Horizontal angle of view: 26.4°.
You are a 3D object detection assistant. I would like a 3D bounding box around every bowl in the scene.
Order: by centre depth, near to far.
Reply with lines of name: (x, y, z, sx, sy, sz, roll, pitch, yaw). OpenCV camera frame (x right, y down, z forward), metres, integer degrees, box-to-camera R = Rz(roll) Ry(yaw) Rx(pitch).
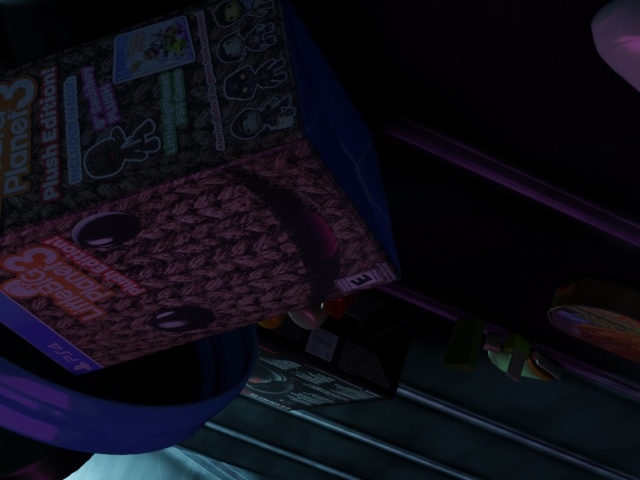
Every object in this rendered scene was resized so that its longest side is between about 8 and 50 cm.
bowl: (-0.247, 0.051, 1.291, 0.391, 0.077, 0.391, 26, -156, -12)

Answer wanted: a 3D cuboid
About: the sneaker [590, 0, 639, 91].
sneaker: (0.265, -0.074, 0.839, 0.235, 0.095, 0.090, 25, 162, -15)

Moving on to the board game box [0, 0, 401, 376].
board game box: (-0.117, -0.036, 1.037, 0.291, 0.141, 0.232, -17, 149, 13)

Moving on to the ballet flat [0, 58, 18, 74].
ballet flat: (-0.371, -0.145, 1.265, 0.250, 0.058, 0.084, 7, 159, 28)

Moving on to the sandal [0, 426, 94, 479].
sandal: (-0.295, 0.075, 1.432, 0.107, 0.167, 0.446, 55, -173, -32)

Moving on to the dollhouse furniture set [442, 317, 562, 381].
dollhouse furniture set: (0.206, 0.144, 1.552, 0.076, 0.058, 0.152, 0, 154, 44)

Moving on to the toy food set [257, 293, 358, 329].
toy food set: (0.000, 0.000, 1.332, 0.111, 0.104, 0.232, 27, 146, 15)

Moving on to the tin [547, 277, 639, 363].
tin: (0.313, 0.085, 1.330, 0.190, 0.040, 0.106, 22, 165, -14)

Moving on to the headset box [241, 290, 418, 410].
headset box: (-0.060, 0.111, 1.618, 0.218, 0.110, 0.293, 26, 159, -21)
